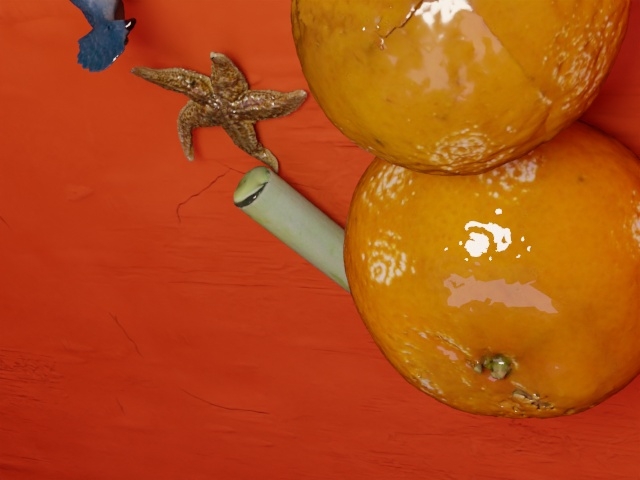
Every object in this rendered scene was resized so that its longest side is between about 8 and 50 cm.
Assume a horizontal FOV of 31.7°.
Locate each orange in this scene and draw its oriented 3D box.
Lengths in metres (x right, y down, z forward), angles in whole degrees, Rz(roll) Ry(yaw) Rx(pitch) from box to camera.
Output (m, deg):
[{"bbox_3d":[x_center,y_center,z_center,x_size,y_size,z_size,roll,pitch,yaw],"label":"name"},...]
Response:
[{"bbox_3d":[0.143,-0.223,1.117,0.340,0.340,0.293,-12,132,37],"label":"orange"},{"bbox_3d":[0.229,0.036,1.395,0.424,0.326,0.424,13,144,10],"label":"orange"}]

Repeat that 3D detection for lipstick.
[{"bbox_3d":[0.000,0.000,1.653,0.304,0.076,0.076,37,141,-29],"label":"lipstick"}]

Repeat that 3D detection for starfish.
[{"bbox_3d":[-0.128,-0.179,1.531,0.236,0.062,0.277,-19,135,40],"label":"starfish"}]

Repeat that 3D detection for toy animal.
[{"bbox_3d":[-0.291,-0.311,1.347,0.255,0.176,0.239,29,168,34],"label":"toy animal"}]
